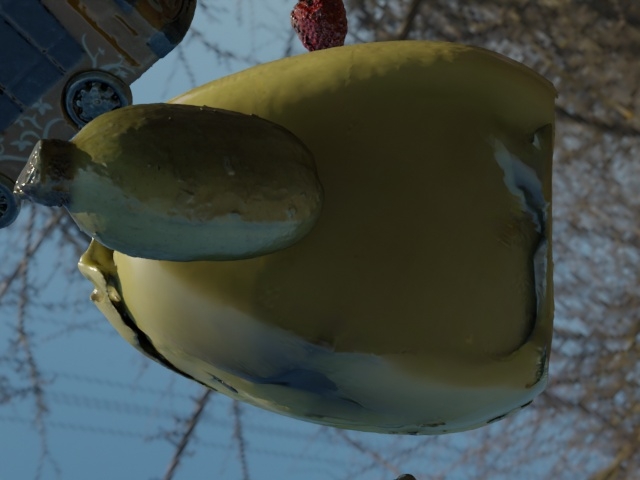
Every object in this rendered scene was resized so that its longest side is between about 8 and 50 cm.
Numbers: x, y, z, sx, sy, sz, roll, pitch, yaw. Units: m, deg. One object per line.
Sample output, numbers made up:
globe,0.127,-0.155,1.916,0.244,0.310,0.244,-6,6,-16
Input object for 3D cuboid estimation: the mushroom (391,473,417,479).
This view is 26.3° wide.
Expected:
mushroom,-0.007,0.246,1.050,0.054,0.202,0.059,64,167,-8

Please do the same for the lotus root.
lotus root,-0.079,-0.034,0.771,0.183,0.077,0.090,4,-135,-34

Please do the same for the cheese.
cheese,0.000,0.000,0.901,0.316,0.259,0.128,-1,172,-6

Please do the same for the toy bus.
toy bus,-0.287,-0.166,1.295,0.194,0.323,0.162,44,-159,-20

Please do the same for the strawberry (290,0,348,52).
strawberry,0.001,-0.298,1.897,0.083,0.083,0.096,-53,-54,-73
